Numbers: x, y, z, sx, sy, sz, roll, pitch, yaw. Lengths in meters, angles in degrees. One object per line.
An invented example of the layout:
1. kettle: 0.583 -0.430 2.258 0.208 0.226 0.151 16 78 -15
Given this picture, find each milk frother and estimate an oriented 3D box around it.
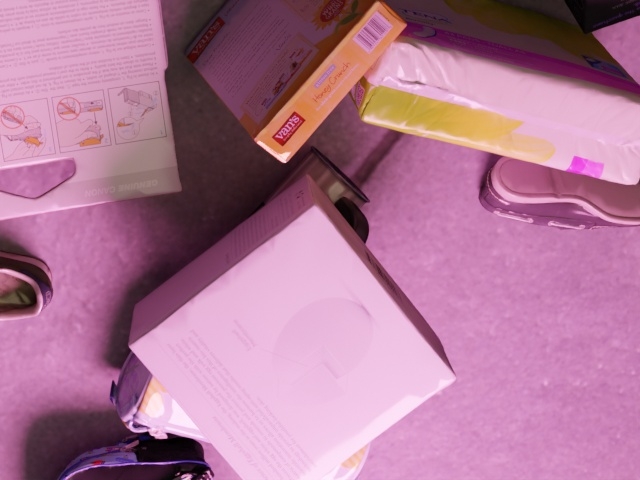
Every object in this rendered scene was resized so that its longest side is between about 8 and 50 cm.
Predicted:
1. milk frother: 0.000 0.000 1.929 0.135 0.129 0.143 -46 156 6

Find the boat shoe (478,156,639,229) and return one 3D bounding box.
1. boat shoe: 0.266 -0.046 1.996 0.206 0.075 0.065 8 150 -21

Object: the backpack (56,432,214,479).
1. backpack: -0.207 0.285 1.959 0.173 0.117 0.158 -1 110 -14

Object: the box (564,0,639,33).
1. box: 0.283 -0.356 1.759 0.143 0.165 0.270 -19 147 -6

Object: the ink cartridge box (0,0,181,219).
1. ink cartridge box: -0.297 -0.156 1.807 0.296 0.066 0.261 -9 110 -10

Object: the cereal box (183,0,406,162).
1. cereal box: -0.030 -0.192 1.764 0.047 0.240 0.173 37 98 -31

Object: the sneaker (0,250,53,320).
1. sneaker: -0.360 0.041 1.852 0.192 0.086 0.064 8 107 -16

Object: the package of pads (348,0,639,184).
1. package of pads: 0.162 -0.166 1.825 0.296 0.229 0.101 13 113 -18

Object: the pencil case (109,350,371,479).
1. pencil case: -0.078 0.177 1.945 0.273 0.124 0.113 21 128 -21

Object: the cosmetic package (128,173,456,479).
1. cosmetic package: -0.029 0.098 1.796 0.225 0.138 0.224 -37 104 5
